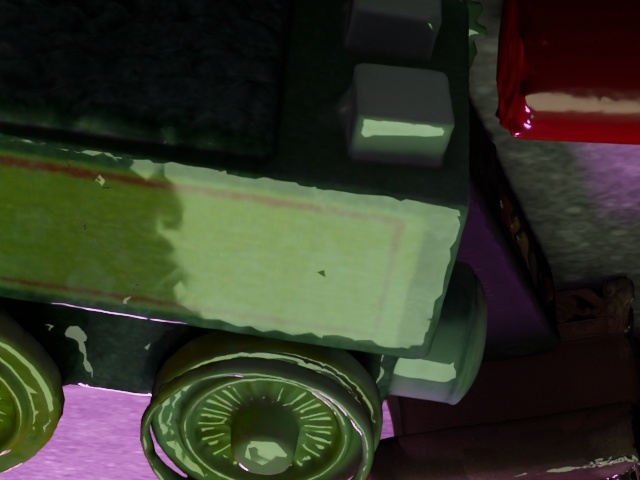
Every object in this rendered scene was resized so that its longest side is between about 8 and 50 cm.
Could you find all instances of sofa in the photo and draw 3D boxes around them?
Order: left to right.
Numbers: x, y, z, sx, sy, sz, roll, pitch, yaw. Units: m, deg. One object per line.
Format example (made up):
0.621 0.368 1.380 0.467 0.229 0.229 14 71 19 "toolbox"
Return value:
0.157 0.154 1.000 0.200 0.182 0.258 -10 157 25 "sofa"

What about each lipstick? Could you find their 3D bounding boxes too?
0.213 -0.068 0.593 0.280 0.073 0.073 1 158 -3 "lipstick"

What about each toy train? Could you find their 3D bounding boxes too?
-0.066 -0.010 0.544 0.272 0.159 0.188 10 131 -2 "toy train"

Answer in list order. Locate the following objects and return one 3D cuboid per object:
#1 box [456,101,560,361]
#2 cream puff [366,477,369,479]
0.000 0.000 0.784 0.211 0.058 0.350 -6 157 17 "box"
0.137 0.287 1.373 0.244 0.196 0.244 20 144 15 "cream puff"
